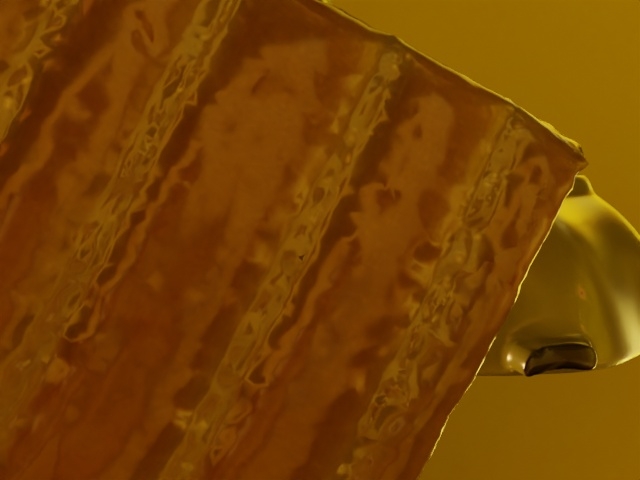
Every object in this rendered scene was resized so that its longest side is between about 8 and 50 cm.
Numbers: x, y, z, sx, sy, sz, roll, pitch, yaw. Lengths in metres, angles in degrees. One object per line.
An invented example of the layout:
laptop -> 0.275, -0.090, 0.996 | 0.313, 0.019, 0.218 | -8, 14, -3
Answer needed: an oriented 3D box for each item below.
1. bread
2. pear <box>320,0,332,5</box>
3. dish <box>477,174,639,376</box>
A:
bread -> -0.072, 0.020, 0.461 | 0.239, 0.246, 0.111 | 27, 179, -10
pear -> -0.139, -0.127, 0.674 | 0.321, 0.269, 0.269 | -8, 177, 35
dish -> 0.098, 0.012, 0.773 | 0.221, 0.108, 0.262 | -1, -178, 24
